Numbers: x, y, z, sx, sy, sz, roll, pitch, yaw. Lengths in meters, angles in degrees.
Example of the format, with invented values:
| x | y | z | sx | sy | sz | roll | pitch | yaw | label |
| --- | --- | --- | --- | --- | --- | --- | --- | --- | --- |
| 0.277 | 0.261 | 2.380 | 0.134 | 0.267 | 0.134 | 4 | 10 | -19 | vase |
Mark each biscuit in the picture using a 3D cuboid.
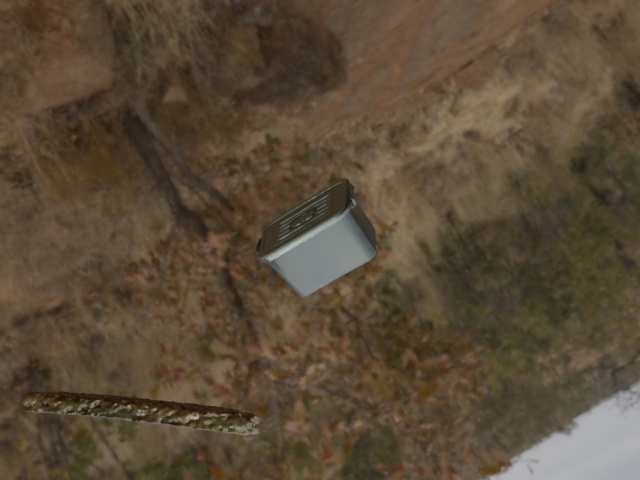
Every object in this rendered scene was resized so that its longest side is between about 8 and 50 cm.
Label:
| x | y | z | sx | sy | sz | roll | pitch | yaw | label |
| --- | --- | --- | --- | --- | --- | --- | --- | --- | --- |
| -0.169 | 0.173 | 0.928 | 0.237 | 0.026 | 0.131 | 3 | 171 | 12 | biscuit |

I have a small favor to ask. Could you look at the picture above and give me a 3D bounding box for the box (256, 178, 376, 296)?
| x | y | z | sx | sy | sz | roll | pitch | yaw | label |
| --- | --- | --- | --- | --- | --- | --- | --- | --- | --- |
| 0.000 | 0.000 | 0.965 | 0.122 | 0.069 | 0.084 | -30 | -157 | 18 | box |
